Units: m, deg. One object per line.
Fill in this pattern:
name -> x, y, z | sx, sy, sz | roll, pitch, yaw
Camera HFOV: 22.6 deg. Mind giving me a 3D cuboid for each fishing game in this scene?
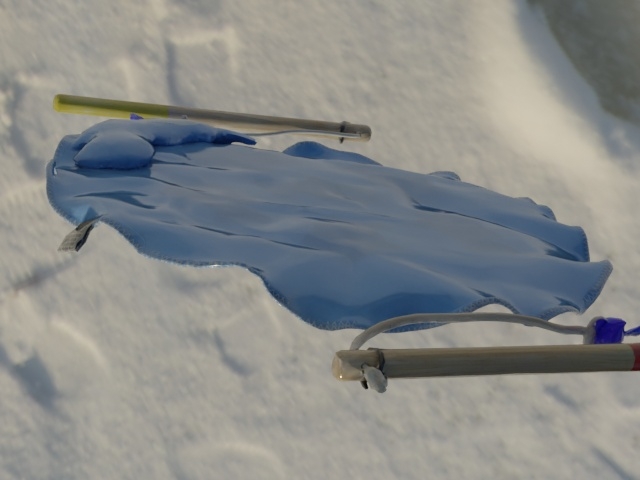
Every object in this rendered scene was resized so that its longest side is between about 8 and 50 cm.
fishing game -> 0.000, 0.000, 0.524 | 0.189, 0.264, 0.041 | 1, 108, -30
